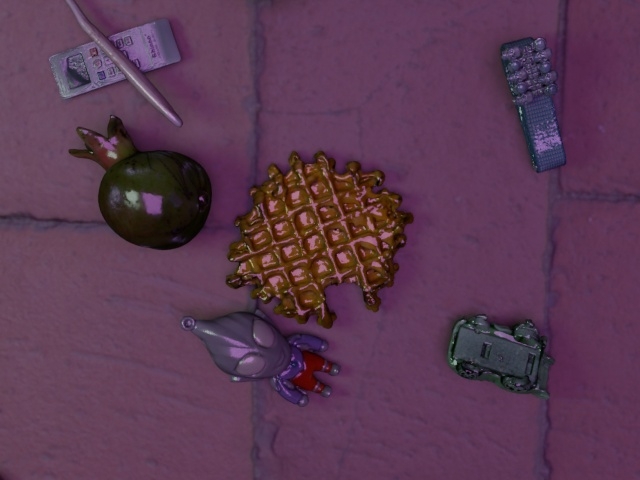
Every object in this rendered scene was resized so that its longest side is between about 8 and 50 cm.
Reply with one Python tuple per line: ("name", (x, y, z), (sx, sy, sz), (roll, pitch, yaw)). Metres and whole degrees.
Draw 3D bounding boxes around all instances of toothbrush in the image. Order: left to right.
("toothbrush", (-0.283, -0.253, 1.545), (0.029, 0.025, 0.307), (-43, 87, 9))

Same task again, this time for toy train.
("toy train", (0.245, 0.159, 1.640), (0.149, 0.081, 0.099), (12, 64, 4))

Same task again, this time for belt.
("belt", (0.283, -0.175, 1.590), (0.065, 0.100, 0.179), (-19, 101, 2))

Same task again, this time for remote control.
("remote control", (-0.264, -0.233, 1.572), (0.162, 0.029, 0.061), (-18, 90, 2))

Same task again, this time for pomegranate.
("pomegranate", (-0.225, -0.077, 1.546), (0.131, 0.152, 0.191), (-41, 78, 8))

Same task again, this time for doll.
("doll", (-0.082, 0.147, 1.616), (0.228, 0.075, 0.102), (26, 78, -18))

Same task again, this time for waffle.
("waffle", (0.000, 0.000, 1.615), (0.229, 0.051, 0.231), (22, 94, -4))
